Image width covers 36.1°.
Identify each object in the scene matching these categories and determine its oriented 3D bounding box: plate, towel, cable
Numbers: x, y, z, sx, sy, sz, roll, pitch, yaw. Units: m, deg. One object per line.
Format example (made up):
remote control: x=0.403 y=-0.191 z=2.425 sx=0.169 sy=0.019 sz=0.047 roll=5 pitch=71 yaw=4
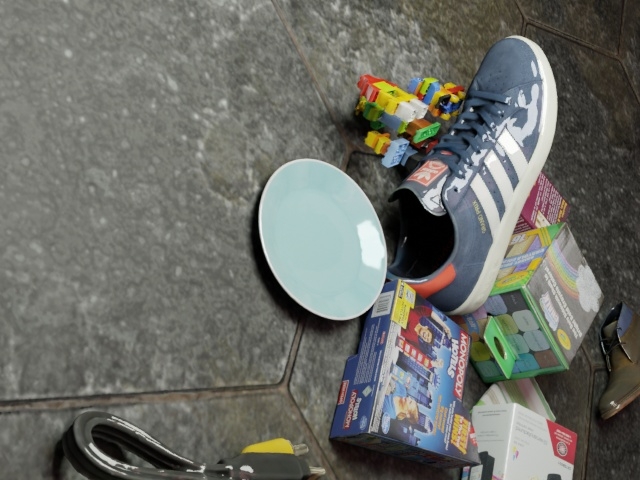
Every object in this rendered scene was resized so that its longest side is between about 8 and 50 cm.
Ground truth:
plate: x=0.000 y=0.000 z=1.099 sx=0.188 sy=0.024 sz=0.188 roll=18 pitch=62 yaw=-38
towel: x=0.251 y=0.234 z=1.300 sx=0.152 sy=0.023 sz=0.113 roll=-35 pitch=101 yaw=-45
cable: x=-0.099 y=0.230 z=0.884 sx=0.287 sy=0.072 sz=0.139 roll=13 pitch=42 yaw=-36

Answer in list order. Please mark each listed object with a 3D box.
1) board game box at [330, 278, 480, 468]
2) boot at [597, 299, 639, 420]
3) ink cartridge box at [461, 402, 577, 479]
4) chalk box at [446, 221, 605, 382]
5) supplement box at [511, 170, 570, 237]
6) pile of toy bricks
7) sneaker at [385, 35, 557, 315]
board game box: x=0.114 y=0.178 z=1.139 sx=0.194 sy=0.060 sz=0.194 roll=39 pitch=50 yaw=-33
boot: x=0.455 y=0.183 z=1.514 sx=0.106 sy=0.082 sz=0.219 roll=47 pitch=47 yaw=6
ink cartridge box: x=0.239 y=0.303 z=1.199 sx=0.127 sy=0.072 sz=0.175 roll=29 pitch=62 yaw=-31
chalk box: x=0.254 y=0.094 z=1.268 sx=0.213 sy=0.132 sz=0.132 roll=-44 pitch=110 yaw=-45
supplement box: x=0.258 y=-0.061 z=1.363 sx=0.188 sy=0.081 sz=0.104 roll=45 pitch=47 yaw=-26
pile of toy bricks: x=0.091 y=-0.158 z=1.212 sx=0.105 sy=0.118 sz=0.212 roll=34 pitch=27 yaw=17
sneaker: x=0.167 y=-0.085 z=1.171 sx=0.148 sy=0.131 sz=0.350 roll=14 pitch=91 yaw=-36
